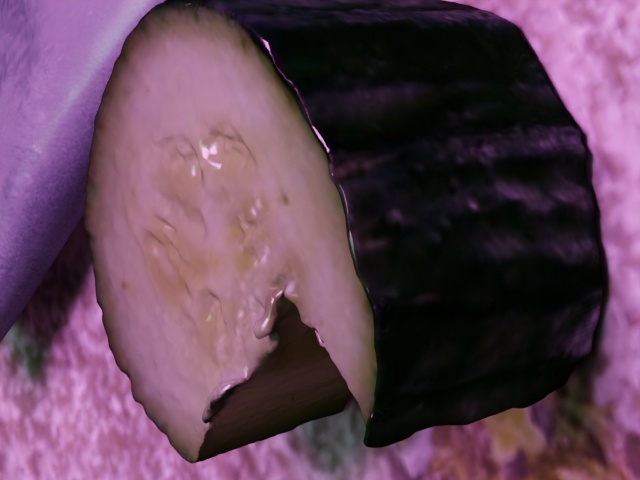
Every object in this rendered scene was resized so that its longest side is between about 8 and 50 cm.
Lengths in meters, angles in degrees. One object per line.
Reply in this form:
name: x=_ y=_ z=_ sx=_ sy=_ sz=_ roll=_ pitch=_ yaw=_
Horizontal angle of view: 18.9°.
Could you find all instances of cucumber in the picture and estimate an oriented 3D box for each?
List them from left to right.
cucumber: x=-0.004 y=-0.008 z=0.732 sx=0.191 sy=0.130 sz=0.191 roll=3 pitch=94 yaw=49

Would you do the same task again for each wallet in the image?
wallet: x=-0.171 y=-0.118 z=0.947 sx=0.251 sy=0.054 sz=0.290 roll=-55 pitch=50 yaw=25
